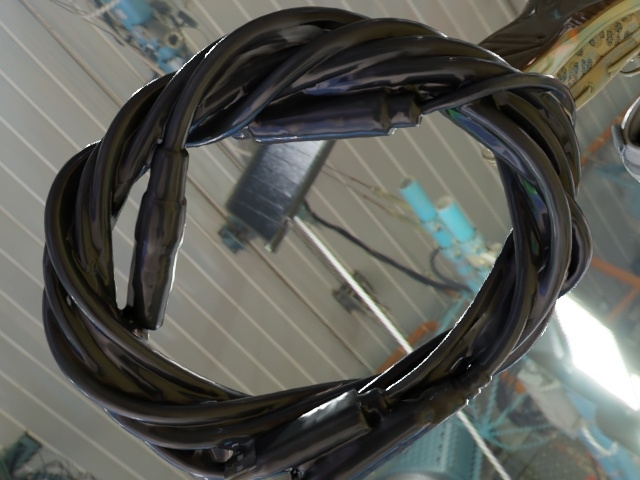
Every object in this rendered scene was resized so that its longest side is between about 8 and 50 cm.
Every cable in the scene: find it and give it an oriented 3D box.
[{"bbox_3d":[0.000,0.000,0.334,0.184,0.047,0.150,-38,-87,10],"label":"cable"}]

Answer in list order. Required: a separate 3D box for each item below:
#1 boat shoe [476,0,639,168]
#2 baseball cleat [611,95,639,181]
[{"bbox_3d":[0.224,-0.169,0.905,0.285,0.105,0.089,-35,-58,-27],"label":"boat shoe"},{"bbox_3d":[0.231,-0.077,0.443,0.206,0.072,0.109,-29,-19,19],"label":"baseball cleat"}]
